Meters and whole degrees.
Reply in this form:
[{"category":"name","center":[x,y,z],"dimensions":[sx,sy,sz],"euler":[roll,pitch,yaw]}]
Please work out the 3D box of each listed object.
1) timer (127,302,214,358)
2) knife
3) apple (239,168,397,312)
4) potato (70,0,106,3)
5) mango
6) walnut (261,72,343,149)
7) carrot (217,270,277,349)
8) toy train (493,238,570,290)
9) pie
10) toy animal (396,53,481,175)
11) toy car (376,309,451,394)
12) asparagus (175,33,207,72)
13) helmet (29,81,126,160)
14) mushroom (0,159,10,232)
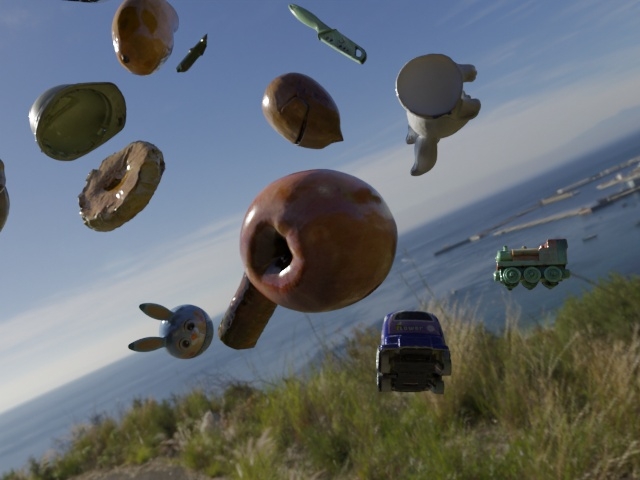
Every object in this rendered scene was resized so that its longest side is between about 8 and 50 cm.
[{"category":"timer","center":[-0.398,0.257,1.580],"dimensions":[0.175,0.175,0.255],"euler":[-24,-12,6]},{"category":"knife","center":[0.007,-0.444,1.194],"dimensions":[0.043,0.293,0.020],"euler":[-37,-35,-10]},{"category":"apple","center":[0.000,0.000,0.916],"dimensions":[0.253,0.254,0.253],"euler":[-24,-3,-1]},{"category":"potato","center":[-0.335,-0.481,0.693],"dimensions":[0.218,0.351,0.202],"euler":[-15,20,12]},{"category":"mango","center":[-0.258,-0.313,0.835],"dimensions":[0.075,0.098,0.190],"euler":[-13,43,21]},{"category":"walnut","center":[-0.046,-0.395,1.724],"dimensions":[0.203,0.297,0.203],"euler":[-50,-15,-19]},{"category":"carrot","center":[-0.128,0.103,1.262],"dimensions":[0.302,0.114,0.114],"euler":[-61,-16,18]},{"category":"toy train","center":[0.510,0.058,1.361],"dimensions":[0.175,0.119,0.074],"euler":[-2,-21,16]},{"category":"pie","center":[-0.629,-0.174,1.759],"dimensions":[0.339,0.340,0.083],"euler":[-25,-41,15]},{"category":"toy animal","center":[0.190,-0.198,0.902],"dimensions":[0.130,0.104,0.221],"euler":[-22,-18,4]},{"category":"toy car","center":[0.222,0.279,1.381],"dimensions":[0.172,0.158,0.235],"euler":[1,-42,3]},{"category":"asparagus","center":[-0.263,-0.389,1.168],"dimensions":[0.108,0.025,0.021],"euler":[-39,-20,27]},{"category":"helmet","center":[-0.659,-0.336,1.471],"dimensions":[0.257,0.137,0.204],"euler":[-39,-30,-35]},{"category":"mushroom","center":[-0.653,-0.088,0.975],"dimensions":[0.243,0.244,0.243],"euler":[-24,-3,-1]}]
